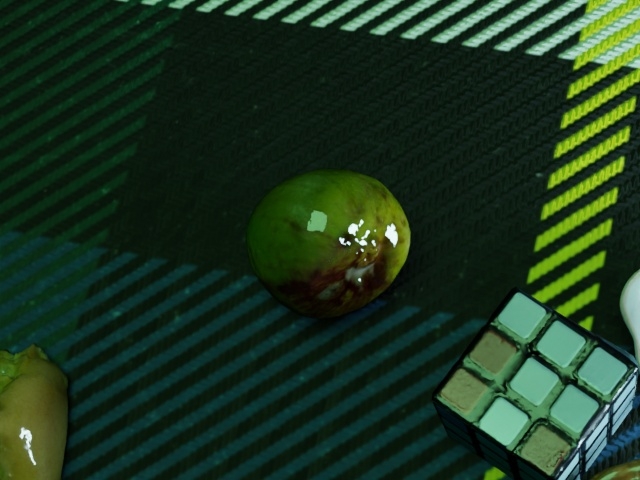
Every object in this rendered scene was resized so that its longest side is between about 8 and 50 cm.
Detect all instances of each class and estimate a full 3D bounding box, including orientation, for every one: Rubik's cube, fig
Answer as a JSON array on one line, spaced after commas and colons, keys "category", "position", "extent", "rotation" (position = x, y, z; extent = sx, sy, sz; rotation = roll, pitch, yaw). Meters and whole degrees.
[{"category": "Rubik's cube", "position": [0.235, 0.172, 1.394], "extent": [0.162, 0.160, 0.163], "rotation": [35, 79, 23]}, {"category": "fig", "position": [0.000, 0.000, 1.514], "extent": [0.191, 0.181, 0.181], "rotation": [12, 70, 39]}]

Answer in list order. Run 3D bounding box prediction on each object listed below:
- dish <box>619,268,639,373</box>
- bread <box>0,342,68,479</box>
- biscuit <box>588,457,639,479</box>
[{"category": "dish", "position": [0.447, 0.101, 1.424], "extent": [0.229, 0.081, 0.229], "rotation": [-5, 64, 10]}, {"category": "bread", "position": [-0.404, 0.231, 1.522], "extent": [0.174, 0.133, 0.252], "rotation": [-5, 68, 12]}, {"category": "biscuit", "position": [0.366, 0.374, 1.302], "extent": [0.381, 0.074, 0.359], "rotation": [9, 76, 2]}]
